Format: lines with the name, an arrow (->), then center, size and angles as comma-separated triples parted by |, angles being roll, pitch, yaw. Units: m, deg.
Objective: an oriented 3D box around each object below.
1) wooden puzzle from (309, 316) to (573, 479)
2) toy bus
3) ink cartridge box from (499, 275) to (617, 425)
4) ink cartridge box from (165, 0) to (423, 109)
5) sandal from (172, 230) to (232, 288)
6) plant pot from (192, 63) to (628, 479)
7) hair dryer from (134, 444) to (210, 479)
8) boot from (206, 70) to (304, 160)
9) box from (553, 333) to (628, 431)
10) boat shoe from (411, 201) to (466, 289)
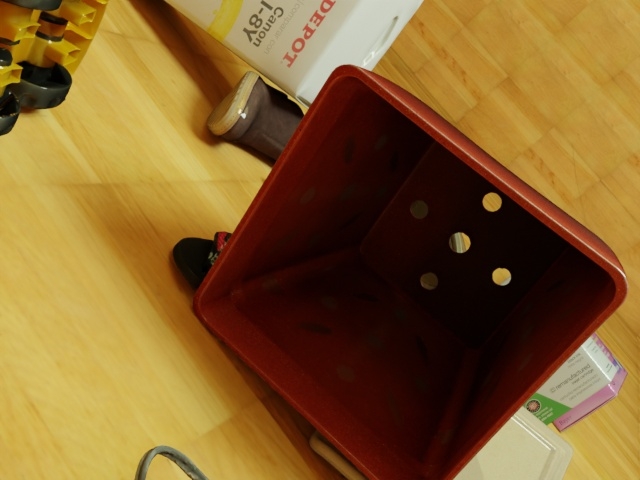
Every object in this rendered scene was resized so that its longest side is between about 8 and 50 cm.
wooden puzzle -> 0.124, 0.204, 0.728 | 0.221, 0.044, 0.239 | 40, 38, 9
toy bus -> -0.301, -0.209, 0.606 | 0.212, 0.149, 0.220 | 31, 26, -8
ink cartridge box -> 0.319, 0.163, 1.134 | 0.208, 0.153, 0.087 | 53, 22, 16
ink cartridge box -> -0.067, -0.402, 1.066 | 0.385, 0.279, 0.160 | 40, 10, 16
sandal -> -0.085, 0.015, 0.752 | 0.067, 0.040, 0.179 | 54, 21, 14
plant pot -> 0.096, 0.023, 0.683 | 0.267, 0.267, 0.236 | 40, 25, 13
hair dryer -> -0.071, 0.193, 0.291 | 0.224, 0.080, 0.293 | 2, 36, -38
boot -> -0.045, -0.140, 1.035 | 0.207, 0.090, 0.248 | 41, 18, -12
box -> 0.415, 0.187, 1.327 | 0.243, 0.117, 0.214 | 54, 22, 17
boat shoe -> 0.191, -0.014, 1.251 | 0.104, 0.111, 0.307 | 32, 26, -34
